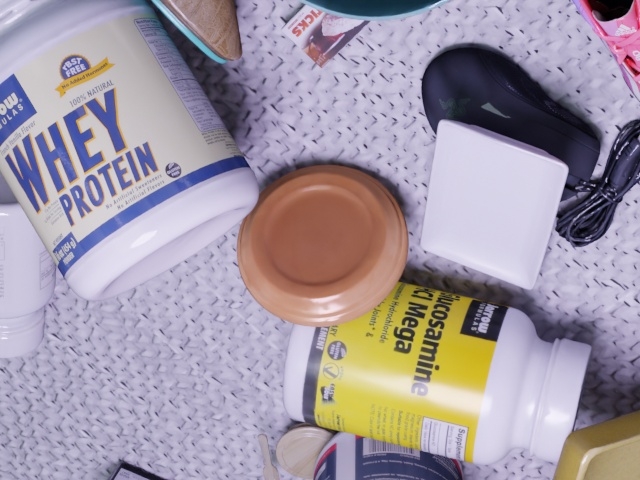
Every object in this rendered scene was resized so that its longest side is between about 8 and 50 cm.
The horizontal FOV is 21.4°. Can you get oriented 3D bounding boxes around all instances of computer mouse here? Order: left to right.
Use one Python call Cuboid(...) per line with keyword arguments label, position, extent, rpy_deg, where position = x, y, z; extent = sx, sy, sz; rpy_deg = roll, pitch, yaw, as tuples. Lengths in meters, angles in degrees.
Cuboid(label="computer mouse", position=(0.227, -0.109, 1.857), extent=(0.272, 0.072, 0.188), rpy_deg=(32, 125, -2))

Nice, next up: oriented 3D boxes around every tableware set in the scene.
Cuboid(label="tableware set", position=(-0.005, 0.308, 2.204), extent=(0.128, 0.039, 0.194), rpy_deg=(-5, 124, 7))

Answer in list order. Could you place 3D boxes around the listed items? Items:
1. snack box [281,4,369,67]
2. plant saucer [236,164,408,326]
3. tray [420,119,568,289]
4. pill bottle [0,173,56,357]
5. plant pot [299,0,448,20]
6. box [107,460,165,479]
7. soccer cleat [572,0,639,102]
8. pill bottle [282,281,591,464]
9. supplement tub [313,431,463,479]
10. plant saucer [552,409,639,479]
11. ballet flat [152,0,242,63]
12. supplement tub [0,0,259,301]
Cuboid(label="snack box", position=(0.036, -0.267, 1.855), extent=(0.064, 0.022, 0.178), rpy_deg=(43, 123, -8))
Cuboid(label="plant saucer", position=(0.000, 0.000, 1.931), extent=(0.200, 0.200, 0.037), rpy_deg=(9, 158, 13))
Cuboid(label="tray", position=(0.190, -0.043, 1.873), extent=(0.145, 0.030, 0.270), rpy_deg=(20, 151, 10))
Cuboid(label="pill bottle", position=(-0.394, 0.025, 2.104), extent=(0.131, 0.131, 0.229), rpy_deg=(13, 122, 11))
Cuboid(label="plant pot", position=(0.069, -0.394, 1.640), extent=(0.293, 0.235, 0.293), rpy_deg=(9, 122, 14))
Cuboid(label="box", position=(-0.175, 0.464, 2.328), extent=(0.307, 0.076, 0.242), rpy_deg=(23, 124, 4))
Cuboid(label="soccer cleat", position=(0.319, -0.203, 1.676), extent=(0.108, 0.116, 0.318), rpy_deg=(-25, 108, 30))
Cuboid(label="pill bottle", position=(0.137, 0.153, 1.974), extent=(0.334, 0.188, 0.188), rpy_deg=(12, 123, 10))
Cuboid(label="supplement tub", position=(0.083, 0.364, 2.048), extent=(0.191, 0.272, 0.191), rpy_deg=(1, 125, 1))
Cuboid(label="plant saucer", position=(0.370, 0.307, 1.966), extent=(0.081, 0.333, 0.333), rpy_deg=(47, 137, 41))
Cuboid(label="ballet flat", position=(-0.186, -0.342, 1.814), extent=(0.342, 0.116, 0.124), rpy_deg=(42, 104, -6))
Cuboid(label="supplement tub", position=(-0.240, -0.124, 1.836), extent=(0.235, 0.235, 0.325), rpy_deg=(-35, 83, 32))
